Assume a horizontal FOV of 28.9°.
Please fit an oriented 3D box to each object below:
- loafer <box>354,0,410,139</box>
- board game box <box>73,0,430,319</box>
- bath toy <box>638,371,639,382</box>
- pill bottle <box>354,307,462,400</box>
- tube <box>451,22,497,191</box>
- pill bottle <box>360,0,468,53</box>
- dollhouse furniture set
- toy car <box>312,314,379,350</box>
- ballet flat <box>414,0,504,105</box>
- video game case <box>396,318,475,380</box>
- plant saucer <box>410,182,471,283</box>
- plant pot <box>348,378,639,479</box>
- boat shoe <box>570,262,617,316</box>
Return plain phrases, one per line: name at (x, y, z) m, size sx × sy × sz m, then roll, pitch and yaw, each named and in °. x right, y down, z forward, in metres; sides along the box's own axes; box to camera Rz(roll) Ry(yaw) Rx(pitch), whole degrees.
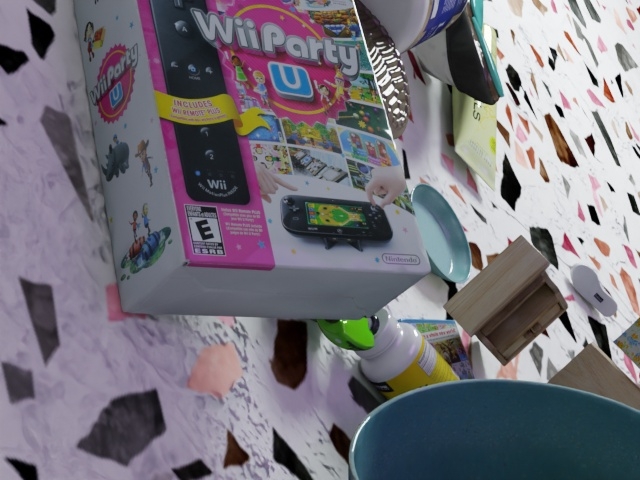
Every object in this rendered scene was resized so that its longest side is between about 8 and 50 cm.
loafer at (-0.004, -0.210, 1.238) m, size 0.269 × 0.092 × 0.102 m, roll 59°, pitch 30°, yaw -4°
board game box at (-0.060, -0.095, 0.982) m, size 0.224 × 0.097 × 0.303 m, roll 4°, pitch 60°, yaw -36°
bath toy at (0.467, 0.254, 1.620) m, size 0.348 × 0.129 × 0.151 m, roll -53°, pitch 158°, yaw -57°
pill bottle at (0.077, 0.116, 1.136) m, size 0.116 × 0.065 × 0.065 m, roll 48°, pitch 32°, yaw -25°
tube at (0.199, -0.178, 1.589) m, size 0.070 × 0.062 × 0.240 m, roll 11°, pitch 52°, yaw -6°
pill bottle at (0.084, -0.292, 1.387) m, size 0.153 × 0.153 × 0.264 m, roll 61°, pitch 29°, yaw -5°
dollhouse furniture set at (0.256, 0.133, 1.245) m, size 0.242 × 0.212 × 0.161 m, roll 48°, pitch 2°, yaw 26°
toy car at (0.000, 0.000, 1.117) m, size 0.239 × 0.053 × 0.225 m, roll 26°, pitch 46°, yaw -48°
ballet flat at (0.168, -0.256, 1.558) m, size 0.280 × 0.096 × 0.095 m, roll -91°, pitch 159°, yaw -46°
video game case at (0.129, 0.158, 1.241) m, size 0.119 × 0.015 × 0.166 m, roll 7°, pitch 61°, yaw -56°
plant saucer at (0.125, -0.005, 1.359) m, size 0.119 × 0.021 × 0.119 m, roll 40°, pitch 37°, yaw -38°
plant pot at (0.160, 0.263, 0.987) m, size 0.290 × 0.290 × 0.196 m, roll -41°, pitch 139°, yaw -61°
boat shoe at (0.371, 0.063, 1.704) m, size 0.100 × 0.035 × 0.035 m, roll 44°, pitch 7°, yaw -26°
